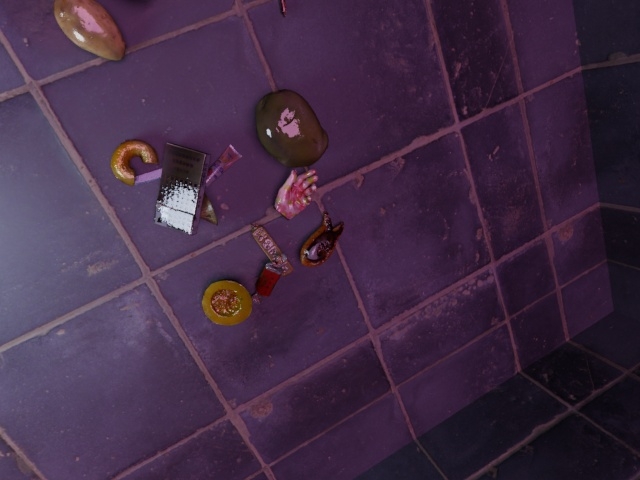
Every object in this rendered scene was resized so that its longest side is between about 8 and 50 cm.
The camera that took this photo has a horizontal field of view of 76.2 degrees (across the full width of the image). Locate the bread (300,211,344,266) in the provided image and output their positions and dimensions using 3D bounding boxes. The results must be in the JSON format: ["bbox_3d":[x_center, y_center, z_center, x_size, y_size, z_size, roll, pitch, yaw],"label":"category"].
[{"bbox_3d":[0.004,0.007,1.884,0.139,0.095,0.269,36,76,-26],"label":"bread"}]

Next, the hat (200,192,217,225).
[{"bbox_3d":[-0.474,-0.116,1.643,0.067,0.146,0.146,-25,111,-20],"label":"hat"}]

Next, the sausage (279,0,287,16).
[{"bbox_3d":[-0.157,-0.985,1.597,0.028,0.025,0.198,-28,116,-45],"label":"sausage"}]

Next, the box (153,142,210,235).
[{"bbox_3d":[-0.542,-0.199,1.595,0.180,0.047,0.325,18,103,13],"label":"box"}]

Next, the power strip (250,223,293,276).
[{"bbox_3d":[-0.219,0.044,1.833,0.064,0.044,0.305,-36,112,-6],"label":"power strip"}]

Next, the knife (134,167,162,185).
[{"bbox_3d":[-0.609,-0.278,1.629,0.313,0.019,0.044,-21,111,-11],"label":"knife"}]

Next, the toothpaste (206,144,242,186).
[{"bbox_3d":[-0.412,-0.302,1.679,0.067,0.043,0.194,44,81,-20],"label":"toothpaste"}]

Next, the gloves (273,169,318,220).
[{"bbox_3d":[-0.099,-0.209,1.771,0.145,0.126,0.241,41,91,1],"label":"gloves"}]

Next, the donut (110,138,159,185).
[{"bbox_3d":[-0.714,-0.305,1.550,0.181,0.078,0.146,-43,111,-8],"label":"donut"}]

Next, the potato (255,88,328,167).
[{"bbox_3d":[-0.122,-0.439,1.645,0.243,0.221,0.326,-40,117,-8],"label":"potato"}]

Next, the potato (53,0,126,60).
[{"bbox_3d":[-0.781,-0.733,1.397,0.234,0.128,0.161,20,112,-27],"label":"potato"}]

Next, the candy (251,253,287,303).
[{"bbox_3d":[-0.236,0.175,1.833,0.086,0.059,0.292,23,113,-15],"label":"candy"}]

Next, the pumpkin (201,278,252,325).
[{"bbox_3d":[-0.409,0.255,1.797,0.217,0.110,0.217,-3,112,-8],"label":"pumpkin"}]
